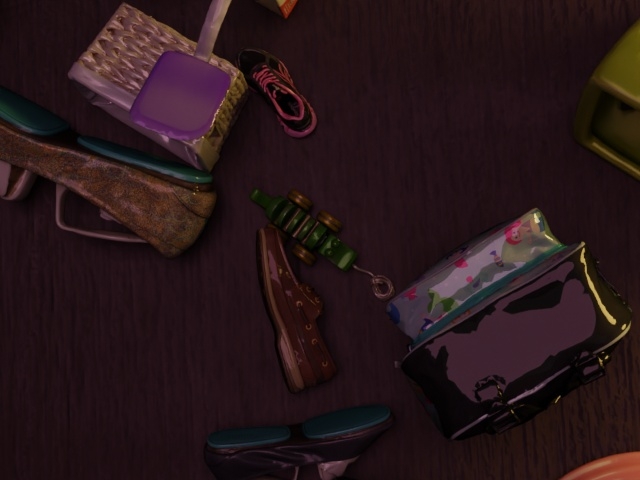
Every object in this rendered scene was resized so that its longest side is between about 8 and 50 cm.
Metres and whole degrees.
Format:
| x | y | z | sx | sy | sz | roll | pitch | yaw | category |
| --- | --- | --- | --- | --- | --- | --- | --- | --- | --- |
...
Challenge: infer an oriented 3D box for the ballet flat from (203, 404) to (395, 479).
| x | y | z | sx | sy | sz | roll | pitch | yaw | category |
| --- | --- | --- | --- | --- | --- | --- | --- | --- | --- |
| -0.019 | 0.220 | 1.774 | 0.203 | 0.074 | 0.074 | -10 | 82 | -1 | ballet flat |

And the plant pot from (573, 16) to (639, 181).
| x | y | z | sx | sy | sz | roll | pitch | yaw | category |
| --- | --- | --- | --- | --- | --- | --- | --- | --- | --- |
| 0.406 | -0.154 | 1.695 | 0.228 | 0.227 | 0.207 | 34 | 82 | 10 | plant pot |

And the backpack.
| x | y | z | sx | sy | sz | roll | pitch | yaw | category |
| --- | --- | --- | --- | --- | --- | --- | --- | --- | --- |
| 0.185 | 0.090 | 1.671 | 0.225 | 0.253 | 0.191 | -33 | 76 | 5 | backpack |

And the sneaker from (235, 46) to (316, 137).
| x | y | z | sx | sy | sz | roll | pitch | yaw | category |
| --- | --- | --- | --- | --- | --- | --- | --- | --- | --- |
| -0.049 | -0.165 | 1.827 | 0.047 | 0.057 | 0.119 | -41 | 79 | 2 | sneaker |

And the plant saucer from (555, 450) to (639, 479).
| x | y | z | sx | sy | sz | roll | pitch | yaw | category |
| --- | --- | --- | --- | --- | --- | --- | --- | --- | --- |
| 0.334 | 0.378 | 1.701 | 0.332 | 0.084 | 0.332 | -1 | 83 | 6 | plant saucer |

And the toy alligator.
| x | y | z | sx | sy | sz | roll | pitch | yaw | category |
| --- | --- | --- | --- | --- | --- | --- | --- | --- | --- |
| 0.000 | 0.000 | 1.802 | 0.189 | 0.051 | 0.056 | 36 | 88 | 9 | toy alligator |

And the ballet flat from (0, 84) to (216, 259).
| x | y | z | sx | sy | sz | roll | pitch | yaw | category |
| --- | --- | --- | --- | --- | --- | --- | --- | --- | --- |
| -0.282 | -0.077 | 1.819 | 0.348 | 0.123 | 0.123 | 23 | 86 | 9 | ballet flat |

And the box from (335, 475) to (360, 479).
| x | y | z | sx | sy | sz | roll | pitch | yaw | category |
| --- | --- | --- | --- | --- | --- | --- | --- | --- | --- |
| 0.064 | 0.357 | 1.721 | 0.153 | 0.108 | 0.207 | 13 | 85 | 8 | box |

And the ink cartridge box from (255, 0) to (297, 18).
| x | y | z | sx | sy | sz | roll | pitch | yaw | category |
| --- | --- | --- | --- | --- | --- | --- | --- | --- | --- |
| -0.031 | -0.319 | 1.823 | 0.056 | 0.099 | 0.135 | 31 | 86 | 10 | ink cartridge box |

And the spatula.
| x | y | z | sx | sy | sz | roll | pitch | yaw | category |
| --- | --- | --- | --- | --- | --- | --- | --- | --- | --- |
| -0.103 | -0.240 | 1.750 | 0.084 | 0.030 | 0.296 | 22 | 83 | 4 | spatula |

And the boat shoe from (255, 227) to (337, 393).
| x | y | z | sx | sy | sz | roll | pitch | yaw | category |
| --- | --- | --- | --- | --- | --- | --- | --- | --- | --- |
| -0.027 | 0.069 | 1.790 | 0.060 | 0.064 | 0.178 | -15 | 93 | -6 | boat shoe |

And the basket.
| x | y | z | sx | sy | sz | roll | pitch | yaw | category |
| --- | --- | --- | --- | --- | --- | --- | --- | --- | --- |
| -0.166 | -0.163 | 1.813 | 0.167 | 0.113 | 0.103 | 32 | 83 | 9 | basket |
